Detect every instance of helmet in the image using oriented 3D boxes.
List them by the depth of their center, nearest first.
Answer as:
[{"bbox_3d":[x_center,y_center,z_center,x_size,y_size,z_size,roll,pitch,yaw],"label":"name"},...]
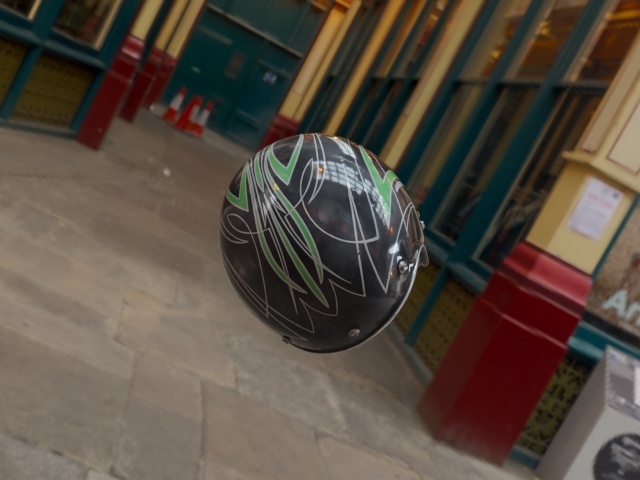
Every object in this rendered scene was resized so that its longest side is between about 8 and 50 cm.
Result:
[{"bbox_3d":[0.000,0.000,0.667,0.169,0.169,0.161,30,11,13],"label":"helmet"}]
